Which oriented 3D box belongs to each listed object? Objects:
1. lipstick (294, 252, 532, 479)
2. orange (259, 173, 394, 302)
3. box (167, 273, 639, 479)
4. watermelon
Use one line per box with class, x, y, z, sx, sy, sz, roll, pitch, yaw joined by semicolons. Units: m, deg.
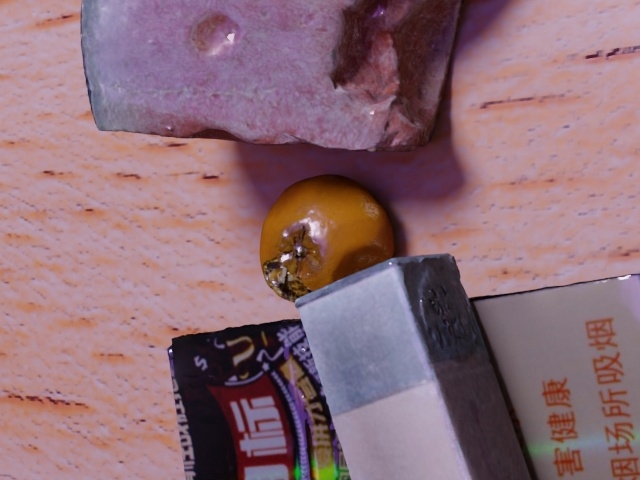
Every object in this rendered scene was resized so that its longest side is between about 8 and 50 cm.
lipstick;0.077;0.166;0.684;0.068;0.066;0.317;-24;79;30
orange;0.000;0.000;0.833;0.086;0.062;0.086;-1;89;33
box;0.067;0.131;0.780;0.310;0.084;0.198;-10;87;33
watermelon;0.011;-0.164;0.803;0.318;0.148;0.226;-44;86;13
